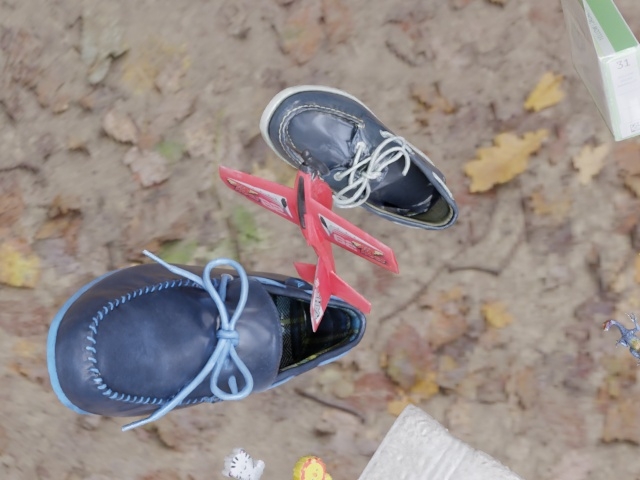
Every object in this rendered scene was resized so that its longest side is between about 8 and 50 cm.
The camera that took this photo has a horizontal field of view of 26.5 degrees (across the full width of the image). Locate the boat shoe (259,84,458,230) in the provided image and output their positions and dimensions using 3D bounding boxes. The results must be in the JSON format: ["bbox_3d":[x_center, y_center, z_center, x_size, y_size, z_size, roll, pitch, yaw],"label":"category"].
[{"bbox_3d":[0.045,-0.073,1.346,0.095,0.079,0.254,-49,135,8],"label":"boat shoe"}]

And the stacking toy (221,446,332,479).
[{"bbox_3d":[-0.089,0.354,1.628,0.052,0.167,0.221,35,70,-28],"label":"stacking toy"}]

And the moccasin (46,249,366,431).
[{"bbox_3d":[-0.079,0.066,1.122,0.342,0.117,0.137,-14,99,-58],"label":"moccasin"}]

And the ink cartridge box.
[{"bbox_3d":[0.308,-0.251,1.519,0.056,0.171,0.235,-18,129,4],"label":"ink cartridge box"}]

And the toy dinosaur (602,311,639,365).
[{"bbox_3d":[0.432,0.144,1.902,0.047,0.082,0.090,-33,130,-9],"label":"toy dinosaur"}]

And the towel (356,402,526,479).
[{"bbox_3d":[0.109,0.365,1.661,0.187,0.049,0.282,32,81,15],"label":"towel"}]

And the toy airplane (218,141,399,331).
[{"bbox_3d":[0.000,0.000,0.881,0.028,0.151,0.151,-40,101,-32],"label":"toy airplane"}]
